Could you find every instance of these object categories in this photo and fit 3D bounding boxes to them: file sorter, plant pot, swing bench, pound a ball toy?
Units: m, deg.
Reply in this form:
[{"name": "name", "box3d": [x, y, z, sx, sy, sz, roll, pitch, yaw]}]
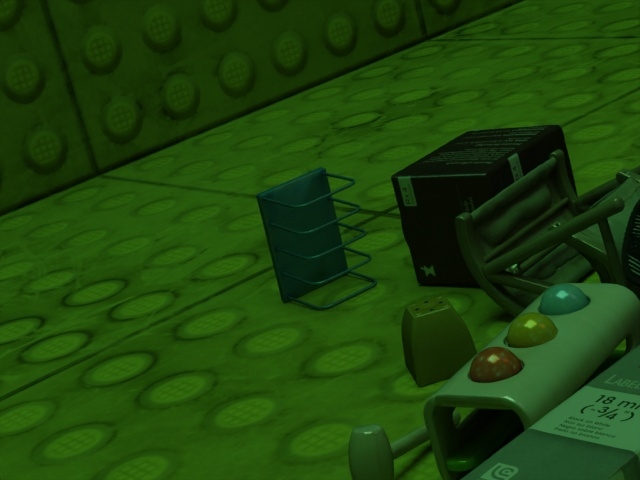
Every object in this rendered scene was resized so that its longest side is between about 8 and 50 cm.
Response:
[{"name": "file sorter", "box3d": [0.000, 0.000, 2.112, 0.118, 0.170, 0.104, -24, 23, -28]}, {"name": "plant pot", "box3d": [0.139, 0.115, 1.776, 0.081, 0.083, 0.081, -17, 17, -4]}, {"name": "swing bench", "box3d": [0.353, -0.012, 1.876, 0.254, 0.165, 0.253, -5, 20, 44]}, {"name": "pound a ball toy", "box3d": [0.186, 0.149, 1.546, 0.208, 0.136, 0.319, -1, 22, 38]}]

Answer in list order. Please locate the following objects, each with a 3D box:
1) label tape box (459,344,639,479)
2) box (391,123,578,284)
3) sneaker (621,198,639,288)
[{"name": "label tape box", "box3d": [0.262, 0.216, 1.094, 0.106, 0.241, 0.333, 4, 25, 47]}, {"name": "box", "box3d": [0.238, -0.051, 2.068, 0.167, 0.169, 0.203, 0, 23, 42]}, {"name": "sneaker", "box3d": [0.464, -0.046, 1.731, 0.123, 0.178, 0.296, 27, 81, 36]}]
